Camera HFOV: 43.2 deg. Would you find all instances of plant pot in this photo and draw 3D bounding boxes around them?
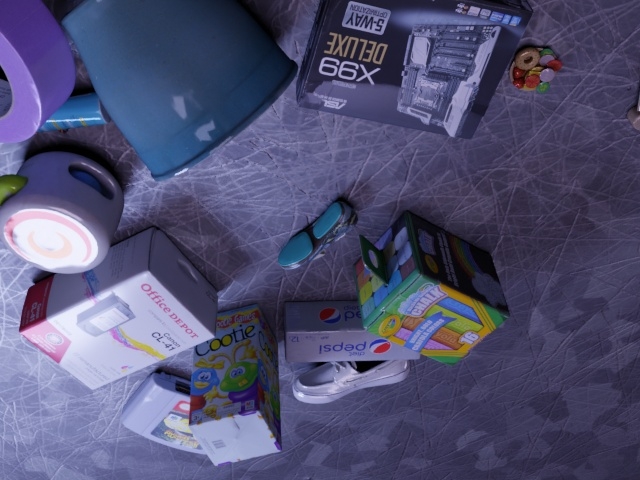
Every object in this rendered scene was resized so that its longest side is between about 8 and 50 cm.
[{"bbox_3d":[-0.215,-0.268,1.154,0.272,0.271,0.255,-31,112,21],"label":"plant pot"}]

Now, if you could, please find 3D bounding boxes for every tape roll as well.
[{"bbox_3d":[-0.490,-0.271,1.145,0.275,0.090,0.274,17,141,15],"label":"tape roll"}]

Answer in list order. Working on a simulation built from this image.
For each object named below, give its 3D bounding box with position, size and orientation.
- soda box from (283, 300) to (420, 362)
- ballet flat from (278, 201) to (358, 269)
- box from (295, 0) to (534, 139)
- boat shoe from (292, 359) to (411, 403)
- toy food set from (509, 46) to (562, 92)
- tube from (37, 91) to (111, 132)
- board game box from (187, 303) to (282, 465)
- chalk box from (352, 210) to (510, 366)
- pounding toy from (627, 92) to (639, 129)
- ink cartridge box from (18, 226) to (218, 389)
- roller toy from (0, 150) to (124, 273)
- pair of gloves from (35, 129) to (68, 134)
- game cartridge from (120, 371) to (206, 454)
[{"bbox_3d":[0.067,0.188,1.687,0.286,0.091,0.098,-1,131,-5],"label":"soda box"},{"bbox_3d":[0.000,0.000,1.533,0.070,0.070,0.188,32,125,-29],"label":"ballet flat"},{"bbox_3d":[0.137,-0.298,1.264,0.308,0.076,0.242,9,131,-14],"label":"box"},{"bbox_3d":[0.065,0.282,1.771,0.268,0.096,0.088,-11,128,3],"label":"boat shoe"},{"bbox_3d":[0.355,-0.282,1.337,0.083,0.020,0.083,4,131,-9],"label":"toy food set"},{"bbox_3d":[-0.444,-0.199,1.301,0.207,0.052,0.080,-8,158,7],"label":"tube"},{"bbox_3d":[-0.167,0.285,1.627,0.142,0.275,0.144,-15,131,8],"label":"board game box"},{"bbox_3d":[0.182,0.084,1.547,0.289,0.180,0.179,25,125,-24],"label":"chalk box"},{"bbox_3d":[0.616,-0.243,1.348,0.181,0.094,0.206,31,122,-29],"label":"pounding toy"},{"bbox_3d":[-0.387,0.139,1.575,0.306,0.131,0.226,-24,130,17],"label":"ink cartridge box"},{"bbox_3d":[-0.441,-0.049,1.388,0.191,0.146,0.209,4,138,3],"label":"roller toy"},{"bbox_3d":[-0.456,-0.207,1.336,0.083,0.010,0.074,0,133,-1],"label":"pair of gloves"},{"bbox_3d":[-0.300,0.414,1.884,0.294,0.060,0.196,24,129,-25],"label":"game cartridge"}]
